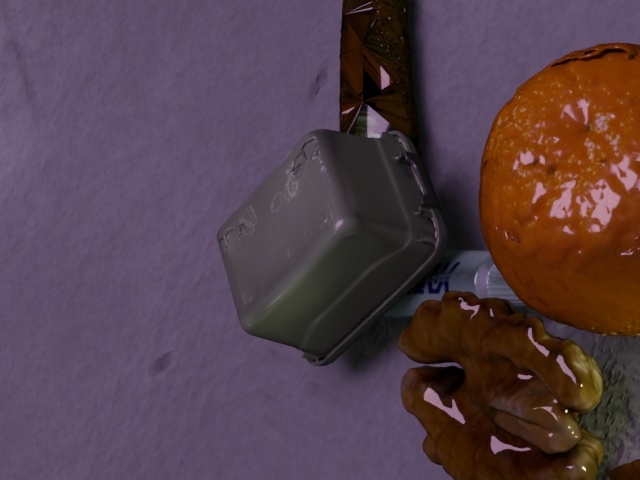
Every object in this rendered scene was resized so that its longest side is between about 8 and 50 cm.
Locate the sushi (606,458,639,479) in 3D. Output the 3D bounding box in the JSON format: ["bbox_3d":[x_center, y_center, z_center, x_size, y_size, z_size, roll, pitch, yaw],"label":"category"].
[{"bbox_3d":[0.280,0.154,0.875,0.179,0.167,0.296,-65,21,-10],"label":"sushi"}]

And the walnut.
[{"bbox_3d":[0.127,0.104,1.116,0.170,0.069,0.143,22,121,45],"label":"walnut"}]

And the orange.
[{"bbox_3d":[0.195,-0.028,1.058,0.193,0.161,0.193,-17,60,31],"label":"orange"}]

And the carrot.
[{"bbox_3d":[0.046,-0.131,1.339,0.069,0.069,0.228,-24,54,36],"label":"carrot"}]

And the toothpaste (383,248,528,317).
[{"bbox_3d":[0.052,0.032,1.263,0.297,0.048,0.074,0,71,49],"label":"toothpaste"}]

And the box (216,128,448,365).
[{"bbox_3d":[0.000,0.000,1.227,0.172,0.093,0.124,-47,46,33],"label":"box"}]
